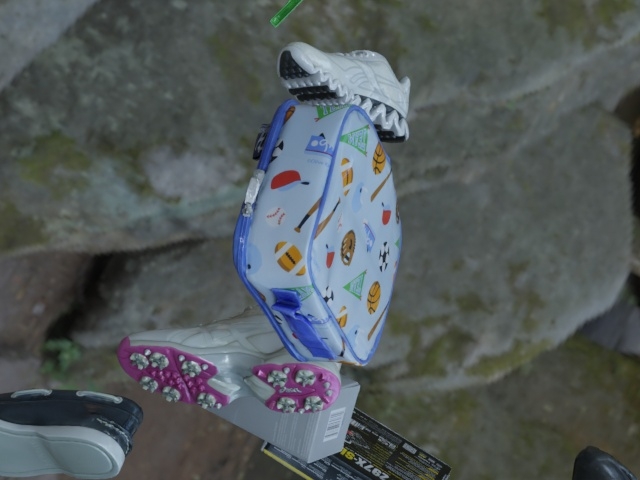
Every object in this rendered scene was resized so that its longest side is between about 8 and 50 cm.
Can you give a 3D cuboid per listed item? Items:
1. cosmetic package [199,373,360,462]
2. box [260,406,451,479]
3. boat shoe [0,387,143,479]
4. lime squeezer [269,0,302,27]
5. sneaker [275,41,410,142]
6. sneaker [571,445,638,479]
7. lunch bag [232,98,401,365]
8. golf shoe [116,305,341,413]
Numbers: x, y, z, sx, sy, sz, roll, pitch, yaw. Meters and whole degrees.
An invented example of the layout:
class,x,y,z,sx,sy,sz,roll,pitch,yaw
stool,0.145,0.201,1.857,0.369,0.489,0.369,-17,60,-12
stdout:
class,x,y,z,sx,sy,sz,roll,pitch,yaw
cosmetic package,-0.071,0.245,2.111,0.107,0.238,0.127,-8,117,-52
box,0.075,0.415,2.503,0.079,0.322,0.257,-63,170,18
boat shoe,-0.361,0.238,1.681,0.091,0.302,0.114,-61,146,-43
lime squeezer,0.036,-0.411,1.874,0.310,0.059,0.110,-41,-159,47
sneaker,0.041,-0.255,2.086,0.292,0.110,0.118,27,75,-46
sneaker,0.391,0.421,1.866,0.130,0.109,0.286,-29,121,-30
lunch bag,0.000,0.000,1.466,0.303,0.115,0.243,59,42,-56
golf shoe,-0.115,0.149,1.766,0.115,0.306,0.140,87,13,-45
